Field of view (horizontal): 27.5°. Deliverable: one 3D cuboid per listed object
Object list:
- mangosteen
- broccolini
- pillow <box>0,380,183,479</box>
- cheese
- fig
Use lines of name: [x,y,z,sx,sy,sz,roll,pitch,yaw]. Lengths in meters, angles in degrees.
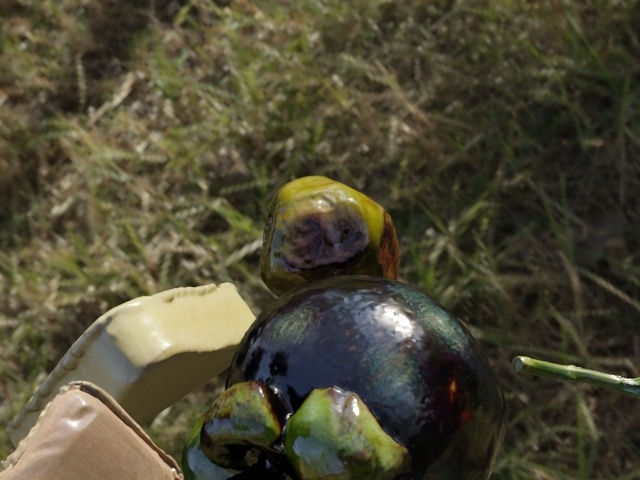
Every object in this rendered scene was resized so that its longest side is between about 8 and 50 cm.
mangosteen: [0.018,0.136,0.959,0.243,0.243,0.243,-26,40,24]
broccolini: [0.321,0.154,1.421,0.054,0.239,0.051,140,143,-70]
pillow: [-0.211,0.221,1.044,0.211,0.135,0.034,-50,13,-33]
cheese: [-0.241,0.168,1.738,0.384,0.384,0.104,-38,80,10]
fig: [0.000,0.000,1.336,0.154,0.144,0.165,-15,33,-27]
